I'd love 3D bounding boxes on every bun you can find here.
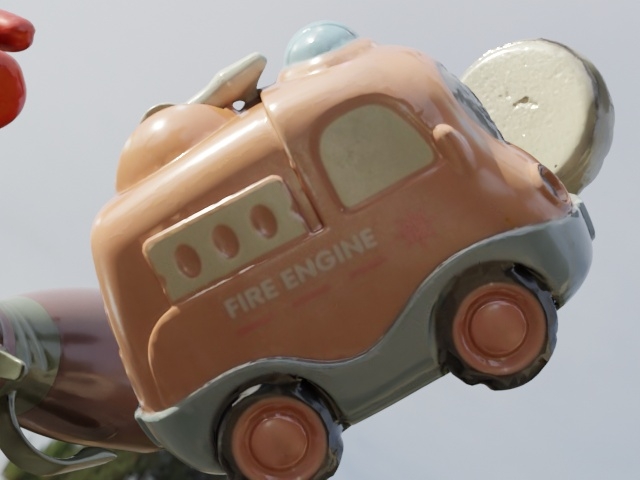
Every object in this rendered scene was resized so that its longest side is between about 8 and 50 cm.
[{"bbox_3d":[0.168,-0.081,1.236,0.138,0.138,0.094,17,-10,35],"label":"bun"}]

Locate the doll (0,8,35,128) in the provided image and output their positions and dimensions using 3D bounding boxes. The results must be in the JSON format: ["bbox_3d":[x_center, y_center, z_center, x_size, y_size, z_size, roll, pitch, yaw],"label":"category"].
[{"bbox_3d":[-0.314,-0.144,1.069,0.336,0.200,0.105,38,-37,49],"label":"doll"}]

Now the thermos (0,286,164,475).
[{"bbox_3d":[-0.220,0.117,1.368,0.265,0.146,0.176,15,48,-59],"label":"thermos"}]

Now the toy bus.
[{"bbox_3d":[0.000,0.000,0.935,0.232,0.288,0.194,60,3,-4],"label":"toy bus"}]
